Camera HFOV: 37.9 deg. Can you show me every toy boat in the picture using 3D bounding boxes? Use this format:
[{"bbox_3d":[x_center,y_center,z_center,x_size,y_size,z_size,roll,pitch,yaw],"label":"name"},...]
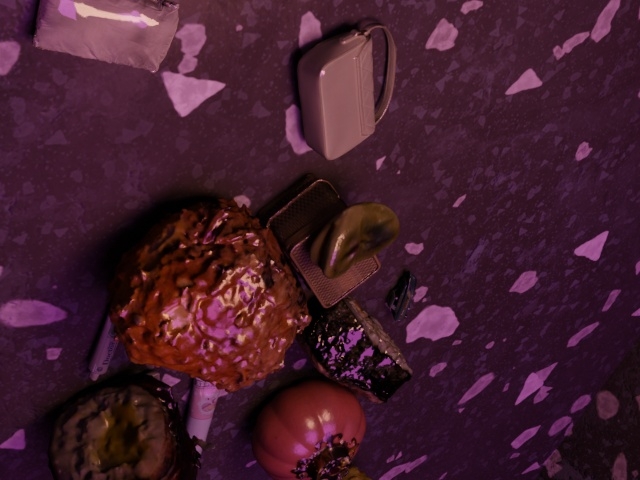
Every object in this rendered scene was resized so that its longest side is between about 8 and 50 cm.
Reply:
[{"bbox_3d":[0.207,0.133,2.335,0.060,0.055,0.141,7,125,-15],"label":"toy boat"}]

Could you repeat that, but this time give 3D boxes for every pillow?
[{"bbox_3d":[-0.332,-0.339,1.458,0.229,0.051,0.128,6,120,-40],"label":"pillow"}]

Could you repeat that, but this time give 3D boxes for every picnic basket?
[{"bbox_3d":[0.000,0.000,1.975,0.165,0.139,0.266,-37,140,-5],"label":"picnic basket"}]

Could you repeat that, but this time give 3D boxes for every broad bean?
[{"bbox_3d":[0.069,-0.006,1.872,0.207,0.072,0.153,-31,143,-30],"label":"broad bean"}]

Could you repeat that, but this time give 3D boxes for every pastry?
[{"bbox_3d":[-0.202,0.096,1.799,0.405,0.292,0.337,25,100,-37],"label":"pastry"}]

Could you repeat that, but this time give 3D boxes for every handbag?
[{"bbox_3d":[0.061,-0.296,1.804,0.219,0.079,0.256,-34,142,-26],"label":"handbag"}]

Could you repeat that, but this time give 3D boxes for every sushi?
[{"bbox_3d":[0.075,0.262,2.239,0.171,0.211,0.350,-40,136,7],"label":"sushi"},{"bbox_3d":[-0.404,0.465,1.974,0.281,0.299,0.294,-1,139,13],"label":"sushi"}]

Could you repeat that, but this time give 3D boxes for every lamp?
[{"bbox_3d":[-0.019,0.497,2.348,0.305,0.239,0.305,-22,138,-21],"label":"lamp"}]

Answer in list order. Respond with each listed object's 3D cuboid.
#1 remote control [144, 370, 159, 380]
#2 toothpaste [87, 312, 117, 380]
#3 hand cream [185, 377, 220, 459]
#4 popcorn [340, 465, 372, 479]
[{"bbox_3d":[-0.386,0.353,2.090,0.050,0.027,0.184,-15,139,-23],"label":"remote control"},{"bbox_3d":[-0.430,0.197,1.896,0.064,0.041,0.218,-4,127,-50],"label":"toothpaste"},{"bbox_3d":[-0.280,0.388,2.191,0.085,0.058,0.331,4,120,-21],"label":"hand cream"},{"bbox_3d":[0.086,0.764,2.708,0.181,0.217,0.235,-36,152,-12],"label":"popcorn"}]
